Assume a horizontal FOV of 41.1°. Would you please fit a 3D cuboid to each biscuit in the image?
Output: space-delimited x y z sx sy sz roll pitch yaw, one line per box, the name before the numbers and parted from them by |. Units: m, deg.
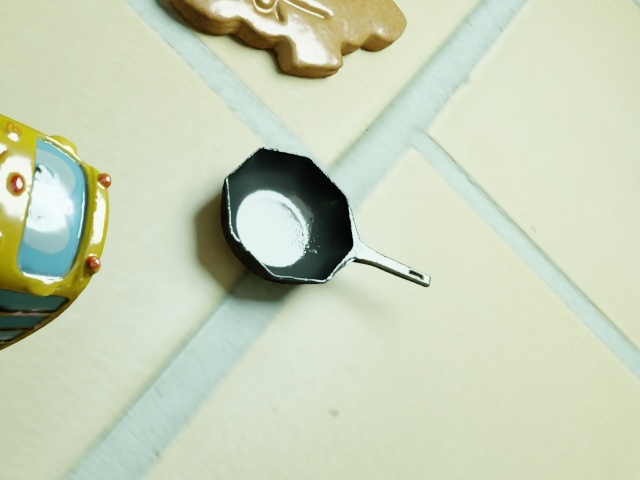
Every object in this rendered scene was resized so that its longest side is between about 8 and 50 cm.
biscuit | -0.043 -0.314 0.905 0.284 0.043 0.306 -6 72 -35

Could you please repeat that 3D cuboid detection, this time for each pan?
pan | -0.008 0.010 0.773 0.202 0.048 0.128 46 53 -4

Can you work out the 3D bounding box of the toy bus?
toy bus | -0.225 0.003 0.544 0.136 0.210 0.126 21 57 -36
